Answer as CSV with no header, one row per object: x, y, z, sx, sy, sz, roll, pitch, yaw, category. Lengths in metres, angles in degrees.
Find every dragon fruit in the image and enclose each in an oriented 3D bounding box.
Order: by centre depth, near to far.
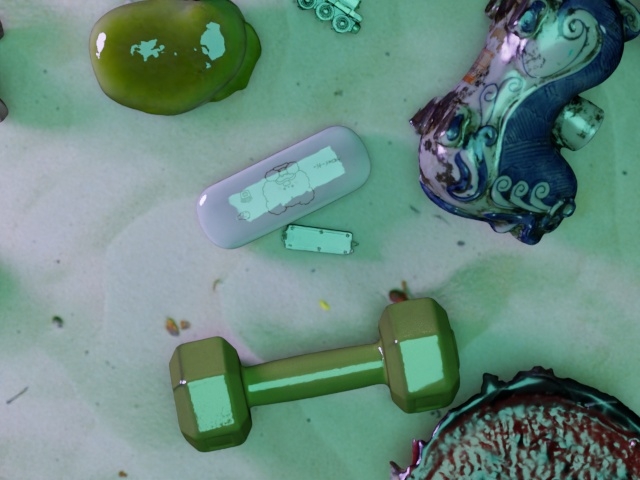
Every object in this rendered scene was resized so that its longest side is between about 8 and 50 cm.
0.241,0.270,1.750,0.343,0.100,0.282,1,95,-5,dragon fruit

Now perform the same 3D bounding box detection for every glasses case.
-0.039,-0.056,1.737,0.193,0.049,0.074,-26,96,3,glasses case

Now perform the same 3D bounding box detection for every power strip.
0.000,0.000,1.759,0.083,0.017,0.027,7,97,-2,power strip

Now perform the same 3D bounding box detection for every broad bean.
-0.150,-0.195,1.711,0.174,0.082,0.124,-14,96,10,broad bean

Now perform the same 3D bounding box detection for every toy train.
0.012,-0.253,1.726,0.083,0.033,0.053,33,91,-4,toy train

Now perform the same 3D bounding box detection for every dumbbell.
-0.005,0.142,1.729,0.302,0.121,0.108,-11,67,1,dumbbell

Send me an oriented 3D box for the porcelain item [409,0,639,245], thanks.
0.224,-0.141,1.694,0.186,0.138,0.288,31,96,-15,porcelain item

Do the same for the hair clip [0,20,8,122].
-0.395,-0.180,1.692,0.138,0.123,0.102,-6,67,-6,hair clip
